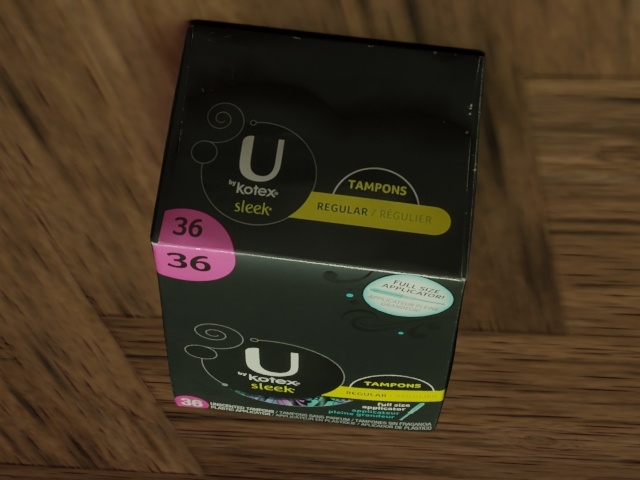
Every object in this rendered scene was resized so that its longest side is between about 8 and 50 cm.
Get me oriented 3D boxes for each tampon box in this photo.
[{"bbox_3d":[0.000,0.000,0.805,0.120,0.101,0.161,6,154,3],"label":"tampon box"}]
